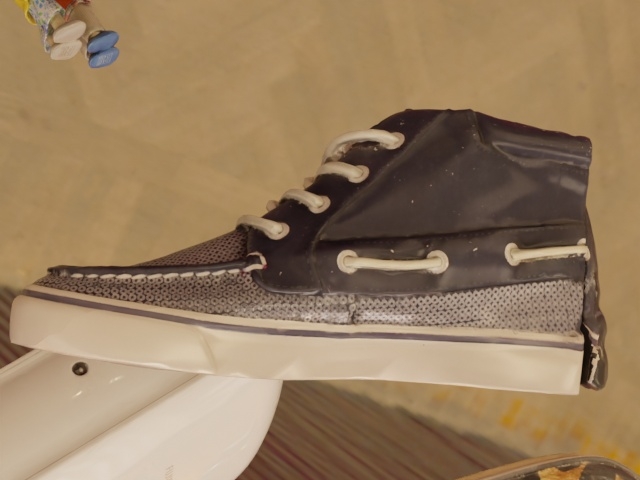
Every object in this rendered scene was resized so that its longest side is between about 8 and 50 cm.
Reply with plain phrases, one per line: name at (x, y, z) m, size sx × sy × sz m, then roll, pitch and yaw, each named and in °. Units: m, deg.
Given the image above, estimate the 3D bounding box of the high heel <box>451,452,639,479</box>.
high heel at (0.129, 0.189, 0.629) m, size 0.261 × 0.186 × 0.093 m, roll -6°, pitch 159°, yaw -12°

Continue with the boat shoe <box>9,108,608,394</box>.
boat shoe at (0.000, 0.000, 0.825) m, size 0.341 × 0.127 × 0.158 m, roll 4°, pitch 87°, yaw -13°

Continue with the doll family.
doll family at (-0.257, -0.277, 1.326) m, size 0.118 × 0.163 × 0.263 m, roll -23°, pitch 156°, yaw -36°

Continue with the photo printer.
photo printer at (-0.160, 0.155, 1.118) m, size 0.307 × 0.107 × 0.256 m, roll -30°, pitch 154°, yaw -26°
